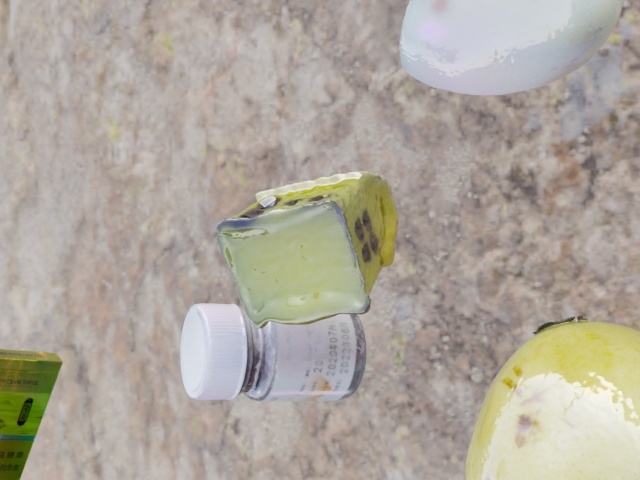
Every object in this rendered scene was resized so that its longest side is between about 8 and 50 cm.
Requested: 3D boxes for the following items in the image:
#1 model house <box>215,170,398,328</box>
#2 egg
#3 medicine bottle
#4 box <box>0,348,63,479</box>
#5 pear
[{"bbox_3d":[0.000,0.000,1.285,0.194,0.234,0.174,-12,103,25],"label":"model house"},{"bbox_3d":[0.230,-0.255,0.982,0.161,0.271,0.206,49,178,27],"label":"egg"},{"bbox_3d":[-0.077,0.181,1.465,0.165,0.274,0.165,-178,90,-66],"label":"medicine bottle"},{"bbox_3d":[-0.431,0.234,1.196,0.030,0.121,0.193,35,107,46],"label":"box"},{"bbox_3d":[0.301,0.246,0.960,0.309,0.309,0.309,11,103,56],"label":"pear"}]
